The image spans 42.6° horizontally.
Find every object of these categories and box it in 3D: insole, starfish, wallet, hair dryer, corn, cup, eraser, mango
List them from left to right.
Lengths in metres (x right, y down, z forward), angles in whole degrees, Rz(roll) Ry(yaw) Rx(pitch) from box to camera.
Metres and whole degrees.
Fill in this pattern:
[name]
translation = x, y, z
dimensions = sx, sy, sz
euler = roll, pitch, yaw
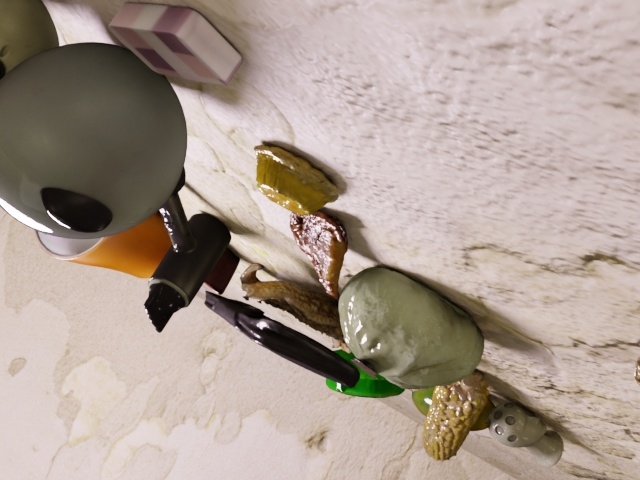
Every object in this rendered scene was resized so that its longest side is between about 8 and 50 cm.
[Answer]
[cup]
translation = -0.386, -0.042, 1.491
dimensions = 0.226, 0.182, 0.264
euler = 61, -169, 26
[hair dryer]
translation = -0.230, -0.006, 1.232
dimensions = 0.078, 0.195, 0.248
euler = 12, 141, 21
[eraser]
translation = -0.113, -0.152, 0.632
dimensions = 0.105, 0.026, 0.065
euler = 19, 161, 45
[wallet]
translation = -0.083, 0.158, 1.412
dimensions = 0.197, 0.051, 0.377
euler = 30, 174, -22
[starfish]
translation = 0.002, 0.133, 1.396
dimensions = 0.324, 0.082, 0.432
euler = 34, 176, -12
[insole]
translation = 0.057, 0.162, 1.037
dimensions = 0.045, 0.002, 0.135
euler = 33, 172, 8
[corn]
translation = 0.224, 0.300, 1.406
dimensions = 0.087, 0.086, 0.288
euler = 27, 146, 15
[mango]
translation = 0.254, 0.314, 1.546
dimensions = 0.191, 0.085, 0.122
euler = 16, 154, 49

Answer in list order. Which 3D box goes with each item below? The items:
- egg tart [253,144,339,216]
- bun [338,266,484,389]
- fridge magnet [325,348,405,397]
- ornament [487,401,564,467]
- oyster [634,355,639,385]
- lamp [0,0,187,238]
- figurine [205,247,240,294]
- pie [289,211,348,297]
[egg tart]
translation = -0.029, -0.055, 0.808
dimensions = 0.105, 0.039, 0.105
euler = 27, 169, 6
[bun]
translation = 0.105, 0.120, 1.029
dimensions = 0.195, 0.118, 0.195
euler = 31, 167, 8
[fridge magnet]
translation = 0.090, 0.257, 1.612
dimensions = 0.208, 0.088, 0.208
euler = 3, 179, 0
[ornament]
translation = 0.355, 0.332, 1.423
dimensions = 0.081, 0.074, 0.156
euler = -35, 125, 29
[oyster]
translation = 0.314, 0.115, 0.595
dimensions = 0.163, 0.081, 0.191
euler = 19, 168, 27
[lamp]
translation = -0.233, -0.113, 0.733
dimensions = 0.244, 0.198, 0.198
euler = 46, 168, 1
[figurine]
translation = -0.223, 0.041, 1.552
dimensions = 0.098, 0.082, 0.154
euler = 18, 164, 25
[pie]
translation = -0.002, 0.000, 0.968
dimensions = 0.088, 0.033, 0.191
euler = 39, 159, 16
